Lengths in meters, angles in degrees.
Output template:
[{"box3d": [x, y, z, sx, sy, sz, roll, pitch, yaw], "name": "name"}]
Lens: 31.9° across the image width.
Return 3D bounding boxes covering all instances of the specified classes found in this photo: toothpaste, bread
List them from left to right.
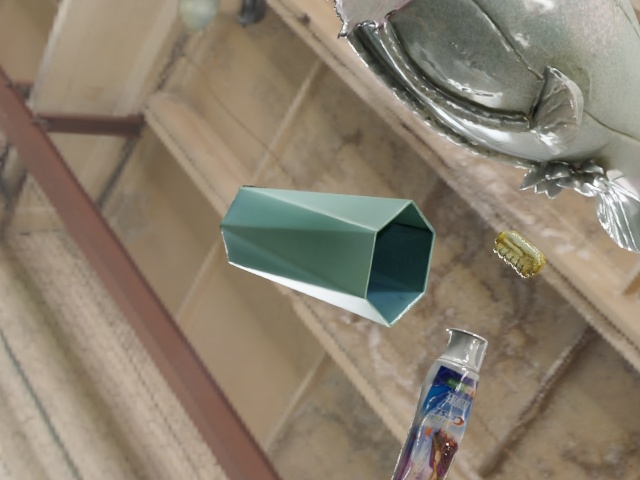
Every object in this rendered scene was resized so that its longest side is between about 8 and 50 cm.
[{"box3d": [0.146, 0.245, 1.432, 0.061, 0.096, 0.266, 10, -105, 46], "name": "toothpaste"}, {"box3d": [0.304, 0.021, 1.723, 0.088, 0.033, 0.049, 40, -91, 26], "name": "bread"}]

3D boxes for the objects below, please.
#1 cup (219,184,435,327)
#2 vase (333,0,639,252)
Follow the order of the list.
[{"box3d": [0.000, 0.000, 1.333, 0.235, 0.134, 0.148, 16, -83, 33], "name": "cup"}, {"box3d": [0.236, -0.165, 1.116, 0.250, 0.445, 0.250, -36, -145, 31], "name": "vase"}]
